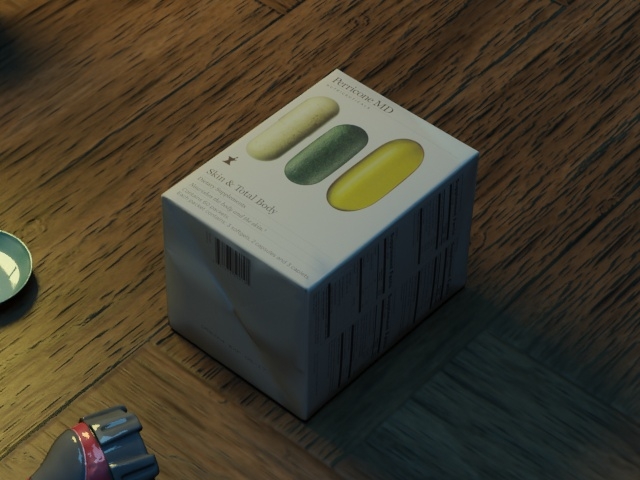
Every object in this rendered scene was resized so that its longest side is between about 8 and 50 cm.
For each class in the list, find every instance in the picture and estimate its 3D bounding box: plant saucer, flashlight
[{"bbox_3d":[-0.365,0.035,2.052,0.119,0.021,0.119,1,46,-1],"label":"plant saucer"},{"bbox_3d":[-0.303,0.248,1.788,0.304,0.103,0.103,-18,50,-20],"label":"flashlight"}]

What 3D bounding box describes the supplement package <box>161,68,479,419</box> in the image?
[{"bbox_3d":[0.000,0.000,1.976,0.199,0.198,0.263,33,53,27],"label":"supplement package"}]
